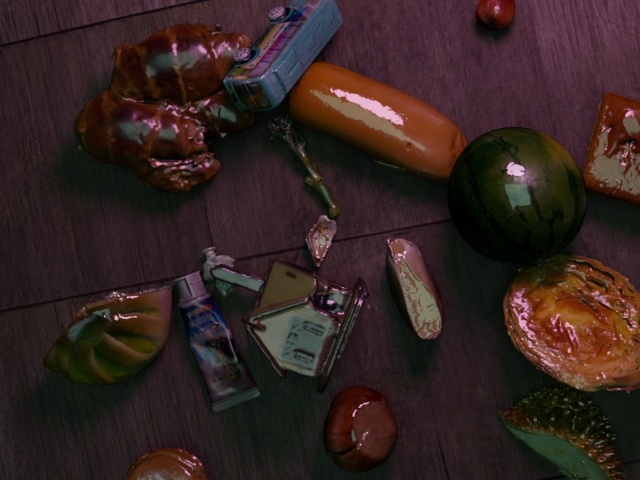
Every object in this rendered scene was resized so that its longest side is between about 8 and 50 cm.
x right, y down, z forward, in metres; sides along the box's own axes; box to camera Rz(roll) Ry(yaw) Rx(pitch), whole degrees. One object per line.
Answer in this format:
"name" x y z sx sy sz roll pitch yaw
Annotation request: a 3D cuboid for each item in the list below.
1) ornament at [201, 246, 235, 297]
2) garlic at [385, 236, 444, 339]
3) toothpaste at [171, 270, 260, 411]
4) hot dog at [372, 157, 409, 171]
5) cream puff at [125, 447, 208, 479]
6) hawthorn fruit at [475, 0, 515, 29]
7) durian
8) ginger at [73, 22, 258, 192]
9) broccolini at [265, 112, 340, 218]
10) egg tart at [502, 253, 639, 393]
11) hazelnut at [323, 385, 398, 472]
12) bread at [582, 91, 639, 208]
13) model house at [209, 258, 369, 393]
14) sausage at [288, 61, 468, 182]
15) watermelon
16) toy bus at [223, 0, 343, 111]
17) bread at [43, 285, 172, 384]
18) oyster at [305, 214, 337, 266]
"ornament" -0.191 0.057 1.871 0.092 0.041 0.068 37 98 19
"garlic" 0.170 0.084 1.799 0.087 0.101 0.195 -18 85 2
"toothpaste" -0.205 0.189 1.873 0.096 0.061 0.266 -21 95 6
"hot dog" 0.137 -0.148 1.841 0.083 0.021 0.037 18 72 9
"cream puff" -0.282 0.460 1.848 0.165 0.115 0.150 27 87 15
"hawthorn fruit" 0.317 -0.418 1.793 0.077 0.077 0.077 0 91 6
"durian" 0.451 0.354 1.788 0.252 0.144 0.139 34 132 -2
"ginger" -0.269 -0.252 1.819 0.274 0.152 0.357 37 96 4
"broccolini" -0.021 -0.141 1.840 0.058 0.067 0.216 -35 86 44
"egg tart" 0.453 0.158 1.737 0.297 0.132 0.297 5 51 -6
"hazelnut" 0.069 0.343 1.807 0.143 0.143 0.154 -5 82 6
"bread" 0.587 -0.144 1.746 0.234 0.110 0.184 16 93 5
"model house" -0.078 0.121 1.756 0.278 0.218 0.205 21 92 -1
"sausage" 0.117 -0.213 1.796 0.354 0.116 0.134 22 61 3
"watermelon" 0.336 -0.076 1.709 0.242 0.242 0.242 0 91 6
"toy bus" -0.065 -0.339 1.766 0.109 0.091 0.262 9 55 39
"bread" -0.376 0.181 1.838 0.156 0.158 0.261 41 97 1
"oyster" -0.003 -0.001 1.854 0.051 0.034 0.093 30 82 -11
